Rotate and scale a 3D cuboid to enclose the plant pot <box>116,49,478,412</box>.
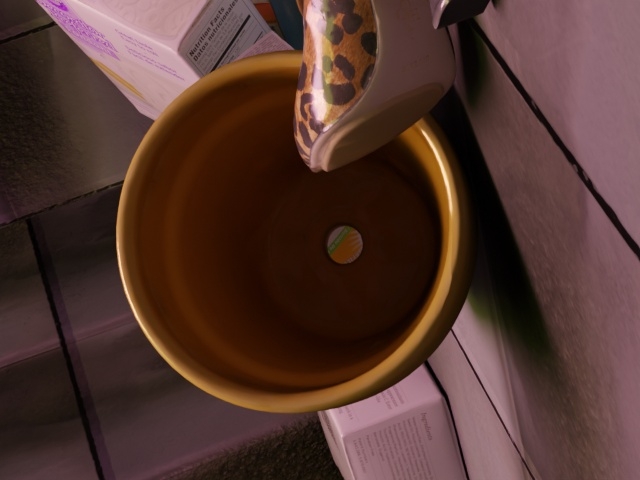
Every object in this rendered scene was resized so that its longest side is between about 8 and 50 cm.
[{"bbox_3d":[0.000,0.000,1.280,0.239,0.254,0.254,18,-129,-78],"label":"plant pot"}]

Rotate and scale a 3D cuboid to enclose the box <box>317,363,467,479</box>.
[{"bbox_3d":[0.071,0.205,1.835,0.181,0.119,0.182,-119,10,-57],"label":"box"}]

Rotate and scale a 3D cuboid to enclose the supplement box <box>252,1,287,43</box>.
[{"bbox_3d":[-0.059,-0.161,1.938,0.078,0.080,0.233,115,141,-53],"label":"supplement box"}]

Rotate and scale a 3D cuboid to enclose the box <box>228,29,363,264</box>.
[{"bbox_3d":[-0.017,-0.063,1.477,0.103,0.114,0.203,46,173,50],"label":"box"}]

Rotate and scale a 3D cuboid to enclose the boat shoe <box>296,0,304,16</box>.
[{"bbox_3d":[-0.010,-0.242,1.253,0.073,0.080,0.223,62,176,25],"label":"boat shoe"}]

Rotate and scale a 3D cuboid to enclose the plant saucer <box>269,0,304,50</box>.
[{"bbox_3d":[-0.029,-0.277,1.506,0.317,0.043,0.318,160,90,-85],"label":"plant saucer"}]

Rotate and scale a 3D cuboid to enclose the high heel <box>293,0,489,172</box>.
[{"bbox_3d":[0.012,-0.166,1.072,0.186,0.093,0.261,63,151,16],"label":"high heel"}]

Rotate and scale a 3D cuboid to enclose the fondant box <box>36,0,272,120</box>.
[{"bbox_3d":[-0.140,-0.190,1.683,0.238,0.096,0.330,29,169,28],"label":"fondant box"}]
